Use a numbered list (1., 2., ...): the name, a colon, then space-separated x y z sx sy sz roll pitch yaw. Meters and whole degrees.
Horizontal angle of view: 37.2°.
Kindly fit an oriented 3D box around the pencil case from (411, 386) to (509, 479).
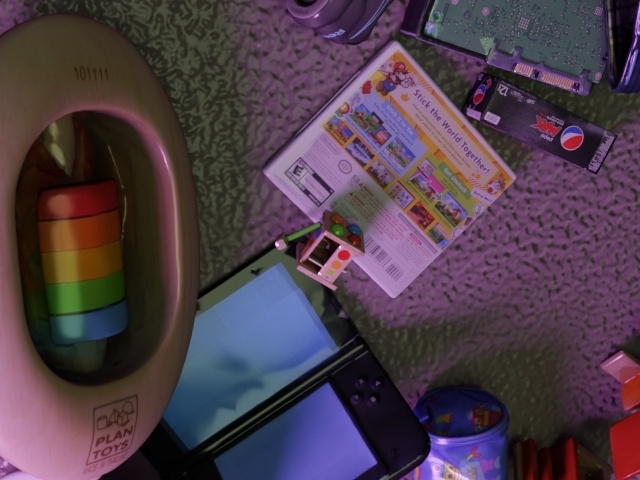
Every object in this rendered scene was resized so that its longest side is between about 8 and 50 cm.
1. pencil case: 0.168 0.338 1.197 0.133 0.119 0.306 -3 109 -3

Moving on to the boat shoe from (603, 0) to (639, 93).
1. boat shoe: 0.321 -0.269 0.975 0.089 0.109 0.258 -20 110 -4

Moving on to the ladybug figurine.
1. ladybug figurine: -0.258 0.015 0.914 0.305 0.162 0.449 -10 102 -53

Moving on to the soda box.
1. soda box: 0.251 -0.134 1.092 0.169 0.060 0.053 22 100 -19

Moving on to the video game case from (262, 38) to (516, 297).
1. video game case: 0.083 -0.077 1.087 0.206 0.026 0.227 -45 112 3

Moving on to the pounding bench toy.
1. pounding bench toy: 0.000 0.000 1.050 0.083 0.052 0.065 30 115 -17

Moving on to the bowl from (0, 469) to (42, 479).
1. bowl: -0.253 0.386 1.010 0.298 0.134 0.298 12 134 13

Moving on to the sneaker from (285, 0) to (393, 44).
1. sneaker: 0.059 -0.326 0.975 0.106 0.101 0.267 25 96 -49

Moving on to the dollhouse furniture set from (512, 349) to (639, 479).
1. dollhouse furniture set: 0.376 0.255 1.165 0.135 0.262 0.259 32 129 -20

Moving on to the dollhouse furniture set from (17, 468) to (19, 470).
1. dollhouse furniture set: -0.304 0.273 1.071 0.091 0.081 0.114 16 103 -19

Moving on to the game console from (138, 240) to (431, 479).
1. game console: -0.070 0.193 1.065 0.293 0.250 0.173 -34 140 -1

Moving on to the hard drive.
1. hard drive: 0.248 -0.348 1.019 0.237 0.064 0.339 13 103 -18
